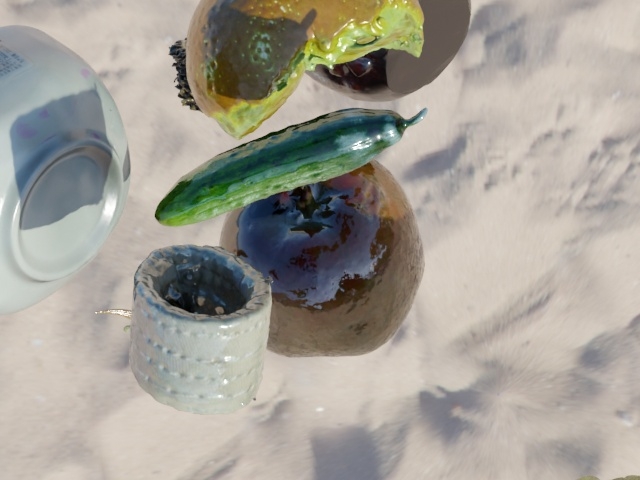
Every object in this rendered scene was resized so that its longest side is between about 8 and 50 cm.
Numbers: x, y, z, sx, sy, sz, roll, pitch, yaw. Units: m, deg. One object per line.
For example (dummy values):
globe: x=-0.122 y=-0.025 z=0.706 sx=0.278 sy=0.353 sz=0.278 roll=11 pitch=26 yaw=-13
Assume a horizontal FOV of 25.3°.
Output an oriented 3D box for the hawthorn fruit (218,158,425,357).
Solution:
hawthorn fruit: x=0.000 y=0.000 z=1.837 sx=0.267 sy=0.301 sz=0.268 roll=-2 pitch=54 yaw=3

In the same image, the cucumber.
cucumber: x=-0.026 y=-0.070 z=1.221 sx=0.250 sy=0.056 sz=0.056 roll=-19 pitch=82 yaw=2

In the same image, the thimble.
thimble: x=-0.089 y=0.066 z=1.054 sx=0.102 sy=0.115 sz=0.090 roll=3 pitch=119 yaw=-9

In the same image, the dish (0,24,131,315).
dish: x=-0.254 y=-0.046 z=1.218 sx=0.117 sy=0.256 sz=0.256 roll=26 pitch=87 yaw=28

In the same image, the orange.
orange: x=-0.027 y=-0.209 z=1.386 sx=0.237 sy=0.179 sz=0.158 roll=-26 pitch=90 yaw=-9

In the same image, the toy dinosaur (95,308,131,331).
toy dinosaur: x=-0.216 y=0.093 z=1.675 sx=0.113 sy=0.041 sz=0.026 roll=10 pitch=63 yaw=-26

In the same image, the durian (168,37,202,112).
durian: x=-0.121 y=-0.176 z=1.481 sx=0.066 sy=0.052 sz=0.130 roll=-20 pitch=51 yaw=-26

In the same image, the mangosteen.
mangosteen: x=0.079 y=-0.319 z=1.829 sx=0.233 sy=0.287 sz=0.288 roll=38 pitch=89 yaw=33

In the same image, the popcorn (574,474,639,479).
popcorn: x=0.321 y=0.353 z=1.503 sx=0.250 sy=0.242 sz=0.235 roll=-34 pitch=86 yaw=-32
